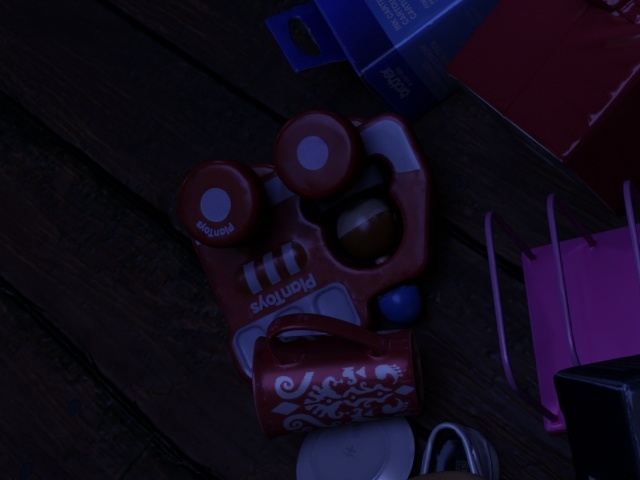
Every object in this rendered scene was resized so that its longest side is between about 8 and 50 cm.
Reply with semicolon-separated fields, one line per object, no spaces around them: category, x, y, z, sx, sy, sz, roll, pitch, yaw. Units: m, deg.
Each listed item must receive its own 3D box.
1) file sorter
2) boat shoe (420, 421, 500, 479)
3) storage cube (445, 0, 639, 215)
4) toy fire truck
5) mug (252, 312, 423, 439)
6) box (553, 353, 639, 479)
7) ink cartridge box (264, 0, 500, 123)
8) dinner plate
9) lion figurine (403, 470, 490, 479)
file sorter;0.321;0.046;1.155;0.290;0.182;0.202;-14;64;22
boat shoe;0.135;0.313;1.199;0.096;0.088;0.268;-3;68;27
storage cube;0.280;-0.173;1.255;0.193;0.215;0.183;-51;56;8
toy fire truck;0.000;0.000;1.379;0.302;0.169;0.254;-26;84;17
mug;0.018;0.145;1.286;0.169;0.150;0.113;-7;70;9
box;0.409;0.206;0.892;0.395;0.212;0.294;-10;86;-2
ink cartridge box;0.128;-0.329;1.439;0.395;0.151;0.270;-36;57;12
dinner plate;0.034;0.234;1.312;0.141;0.017;0.141;-15;50;19
lion figurine;0.175;0.329;1.064;0.240;0.142;0.392;-41;89;24
